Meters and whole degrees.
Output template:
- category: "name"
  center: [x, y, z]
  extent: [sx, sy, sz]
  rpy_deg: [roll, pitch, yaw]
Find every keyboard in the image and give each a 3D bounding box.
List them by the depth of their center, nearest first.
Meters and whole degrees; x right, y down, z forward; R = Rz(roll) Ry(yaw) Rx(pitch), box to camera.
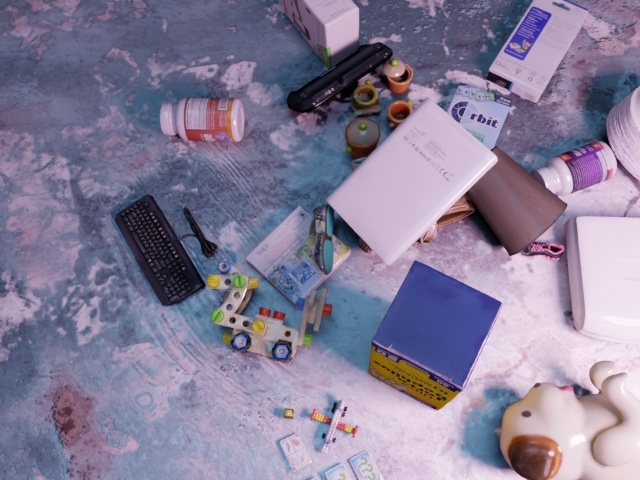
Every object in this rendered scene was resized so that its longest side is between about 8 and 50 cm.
- category: "keyboard"
  center: [-0.398, 0.004, 1.617]
  extent: [0.202, 0.033, 0.317]
  rpy_deg: [-32, 71, -10]

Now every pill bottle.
- category: "pill bottle"
  center: [0.655, -0.179, 1.589]
  extent: [0.194, 0.108, 0.108]
  rpy_deg: [-21, 69, -5]
- category: "pill bottle"
  center: [-0.328, -0.337, 1.700]
  extent: [0.216, 0.121, 0.121]
  rpy_deg: [2, 69, 4]

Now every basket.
- category: "basket"
  center: [0.464, -0.109, 1.516]
  extent: [0.204, 0.154, 0.227]
  rpy_deg: [-42, 88, -22]

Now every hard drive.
- category: "hard drive"
  center: [0.213, -0.143, 1.470]
  extent: [0.353, 0.047, 0.233]
  rpy_deg: [-45, 68, 7]

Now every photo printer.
- category: "photo printer"
  center: [0.735, 0.096, 1.476]
  extent: [0.256, 0.107, 0.307]
  rpy_deg: [3, 68, 4]

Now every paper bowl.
- category: "paper bowl"
  center: [0.890, -0.274, 1.547]
  extent: [0.285, 0.148, 0.284]
  rpy_deg: [10, 61, -18]

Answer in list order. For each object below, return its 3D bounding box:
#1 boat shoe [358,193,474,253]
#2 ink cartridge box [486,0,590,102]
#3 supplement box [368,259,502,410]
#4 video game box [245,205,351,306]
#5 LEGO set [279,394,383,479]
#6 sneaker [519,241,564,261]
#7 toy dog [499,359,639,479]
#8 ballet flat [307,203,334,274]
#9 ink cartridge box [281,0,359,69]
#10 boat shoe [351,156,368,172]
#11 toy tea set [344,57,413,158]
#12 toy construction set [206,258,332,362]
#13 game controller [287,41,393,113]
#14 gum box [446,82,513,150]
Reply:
- category: "boat shoe"
  center: [0.251, -0.048, 1.556]
  extent: [0.325, 0.123, 0.116]
  rpy_deg: [-29, 72, -7]
- category: "ink cartridge box"
  center: [0.632, -0.567, 1.770]
  extent: [0.166, 0.065, 0.332]
  rpy_deg: [31, 74, 14]
- category: "supplement box"
  center: [0.232, 0.220, 1.320]
  extent: [0.194, 0.356, 0.195]
  rpy_deg: [26, 72, 13]
- category: "video game box"
  center: [-0.056, 0.040, 1.574]
  extent: [0.187, 0.048, 0.205]
  rpy_deg: [41, 76, 19]
- category: "LEGO set"
  center: [0.011, 0.475, 1.394]
  extent: [0.183, 0.060, 0.244]
  rpy_deg: [-24, 69, -10]
- category: "sneaker"
  center: [0.559, 0.020, 1.544]
  extent: [0.120, 0.057, 0.047]
  rpy_deg: [6, 72, 7]
- category: "toy dog"
  center: [0.588, 0.443, 1.290]
  extent: [0.408, 0.284, 0.394]
  rpy_deg: [18, 107, 8]
- category: "ballet flat"
  center: [0.000, 0.000, 1.538]
  extent: [0.070, 0.070, 0.188]
  rpy_deg: [3, 67, 4]
- category: "ink cartridge box"
  center: [-0.007, -0.670, 1.772]
  extent: [0.115, 0.198, 0.272]
  rpy_deg: [-32, 70, -8]
- category: "boat shoe"
  center: [0.209, -0.176, 1.550]
  extent: [0.303, 0.094, 0.109]
  rpy_deg: [-5, 29, 31]
- category: "toy tea set"
  center: [0.170, -0.365, 1.681]
  extent: [0.200, 0.124, 0.335]
  rpy_deg: [2, 69, 4]
- category: "toy construction set"
  center: [-0.128, 0.173, 1.472]
  extent: [0.328, 0.151, 0.214]
  rpy_deg: [10, 77, 20]
- category: "game controller"
  center: [0.050, -0.461, 1.723]
  extent: [0.319, 0.166, 0.067]
  rpy_deg: [-35, 111, -9]
- category: "gum box"
  center: [0.429, -0.336, 1.700]
  extent: [0.157, 0.041, 0.184]
  rpy_deg: [22, 72, 11]
